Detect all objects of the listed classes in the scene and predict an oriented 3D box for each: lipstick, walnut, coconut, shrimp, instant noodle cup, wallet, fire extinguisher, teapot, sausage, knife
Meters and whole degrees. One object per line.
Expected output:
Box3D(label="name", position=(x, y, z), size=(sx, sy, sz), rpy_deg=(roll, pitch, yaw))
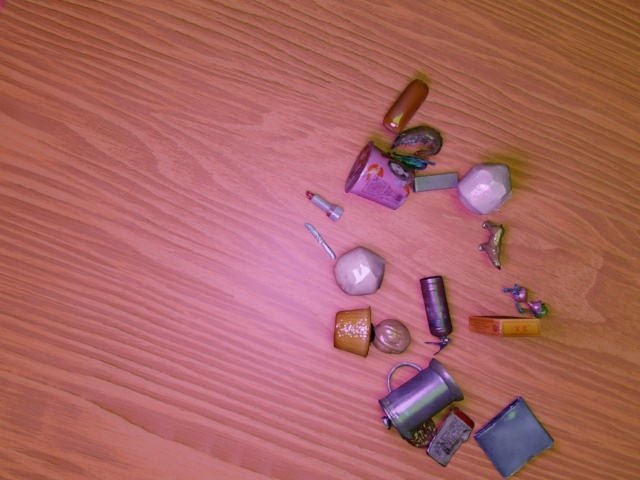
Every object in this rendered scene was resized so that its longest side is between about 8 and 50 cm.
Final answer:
Box3D(label="lipstick", position=(0.010, -0.157, 1.853), size=(0.186, 0.057, 0.063), rpy_deg=(35, 55, 3))
Box3D(label="walnut", position=(0.303, 0.410, 1.810), size=(0.166, 0.149, 0.167), rpy_deg=(2, 119, 3))
Box3D(label="coconut", position=(0.723, -0.235, 1.837), size=(0.234, 0.224, 0.224), rpy_deg=(-37, 92, 37))
Box3D(label="shrimp", position=(0.441, -0.434, 1.893), size=(0.253, 0.058, 0.173), rpy_deg=(-27, 73, -21))
Box3D(label="instant noodle cup", position=(0.259, -0.265, 1.801), size=(0.231, 0.243, 0.243), rpy_deg=(24, 84, -11))
Box3D(label="wallet", position=(0.863, 0.884, 1.886), size=(0.290, 0.054, 0.251), rpy_deg=(-37, 90, -6))
Box3D(label="fire extinguisher", position=(0.502, 0.335, 1.862), size=(0.138, 0.102, 0.344), rpy_deg=(-11, 89, 26))
Box3D(label="teapot", position=(0.391, 0.654, 1.789), size=(0.337, 0.200, 0.270), rpy_deg=(-34, 65, -5))
Box3D(label="coconut", position=(0.174, 0.134, 1.781), size=(0.224, 0.224, 0.224), rpy_deg=(0, 87, -6))
Box3D(label="sausage", position=(0.384, -0.602, 1.896), size=(0.105, 0.105, 0.274), rpy_deg=(37, 83, -3))
Box3D(label="knife", position=(0.000, 0.000, 1.859), size=(0.028, 0.015, 0.210), rpy_deg=(-38, 91, -1))

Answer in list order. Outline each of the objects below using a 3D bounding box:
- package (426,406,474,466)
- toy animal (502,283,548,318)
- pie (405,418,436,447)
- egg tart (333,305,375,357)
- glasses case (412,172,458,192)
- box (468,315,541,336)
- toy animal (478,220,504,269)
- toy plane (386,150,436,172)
Box3D(label="package", position=(0.574, 0.866, 1.850), size=(0.154, 0.030, 0.239), rpy_deg=(42, 83, -20))
Box3D(label="toy animal", position=(0.924, 0.276, 1.915), size=(0.208, 0.100, 0.103), rpy_deg=(37, 106, -12))
Box3D(label="pie", position=(0.434, 0.835, 1.849), size=(0.154, 0.036, 0.155), rpy_deg=(0, 87, -5))
Box3D(label="egg tart", position=(0.144, 0.377, 1.767), size=(0.170, 0.215, 0.215), rpy_deg=(6, 86, 4))
Box3D(label="glasses case", position=(0.519, -0.263, 1.917), size=(0.204, 0.047, 0.071), rpy_deg=(-7, 93, -7))
Box3D(label="box", position=(0.771, 0.362, 1.794), size=(0.174, 0.274, 0.076), rpy_deg=(-1, 83, -7))
Box3D(label="toy animal", position=(0.785, 0.021, 1.903), size=(0.103, 0.101, 0.219), rpy_deg=(13, 85, -7))
Box3D(label="toy plane", position=(0.389, -0.352, 1.882), size=(0.234, 0.096, 0.060), rpy_deg=(10, 85, -7))
